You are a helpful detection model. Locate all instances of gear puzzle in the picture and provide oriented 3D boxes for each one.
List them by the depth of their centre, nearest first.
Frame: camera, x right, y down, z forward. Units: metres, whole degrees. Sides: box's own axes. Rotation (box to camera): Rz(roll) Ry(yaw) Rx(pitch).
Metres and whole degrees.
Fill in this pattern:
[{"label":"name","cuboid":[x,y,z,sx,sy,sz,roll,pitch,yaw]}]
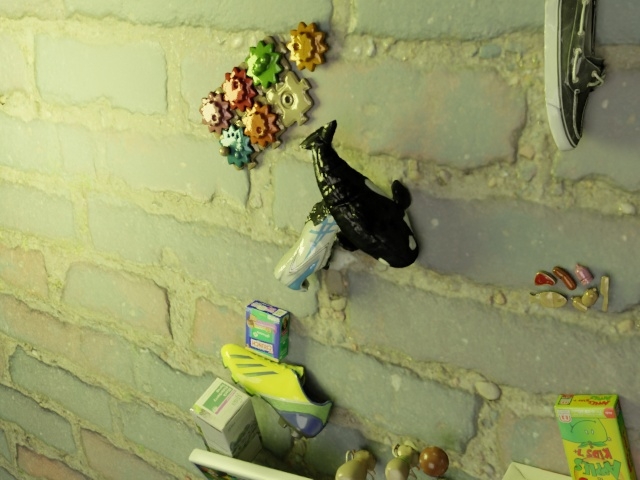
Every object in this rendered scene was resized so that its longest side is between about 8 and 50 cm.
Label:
[{"label":"gear puzzle","cuboid":[-0.105,-0.273,1.186,0.339,0.044,0.176,-35,86,37]}]

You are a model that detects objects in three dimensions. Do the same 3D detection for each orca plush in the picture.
[{"label":"orca plush","cuboid":[0.075,-0.067,1.066,0.151,0.102,0.287,-22,100,5]}]

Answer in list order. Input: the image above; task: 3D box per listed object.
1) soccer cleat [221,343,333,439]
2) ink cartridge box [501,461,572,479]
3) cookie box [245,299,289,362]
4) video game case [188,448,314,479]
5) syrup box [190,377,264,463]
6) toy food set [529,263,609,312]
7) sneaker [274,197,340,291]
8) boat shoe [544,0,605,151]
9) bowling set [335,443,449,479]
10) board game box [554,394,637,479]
[{"label":"soccer cleat","cuboid":[-0.093,0.302,1.367,0.289,0.093,0.121,36,92,24]},{"label":"ink cartridge box","cuboid":[0.383,0.505,1.113,0.115,0.067,0.198,4,109,32]},{"label":"cookie box","cuboid":[-0.114,0.194,1.355,0.091,0.040,0.107,15,114,28]},{"label":"video game case","cuboid":[-0.099,0.584,1.405,0.328,0.036,0.300,1,134,34]},{"label":"syrup box","cuboid":[-0.202,0.416,1.402,0.096,0.093,0.237,24,143,26]},{"label":"toy food set","cuboid":[0.390,0.072,0.993,0.122,0.019,0.078,9,110,40]},{"label":"sneaker","cuboid":[0.000,0.000,1.199,0.086,0.085,0.237,27,119,-16]},{"label":"boat shoe","cuboid":[0.353,-0.234,0.874,0.070,0.077,0.220,1,105,34]},{"label":"bowling set","cuboid":[0.193,0.470,1.205,0.287,0.154,0.200,45,105,15]},{"label":"board game box","cuboid":[0.450,0.342,1.028,0.092,0.043,0.182,-10,100,35]}]
